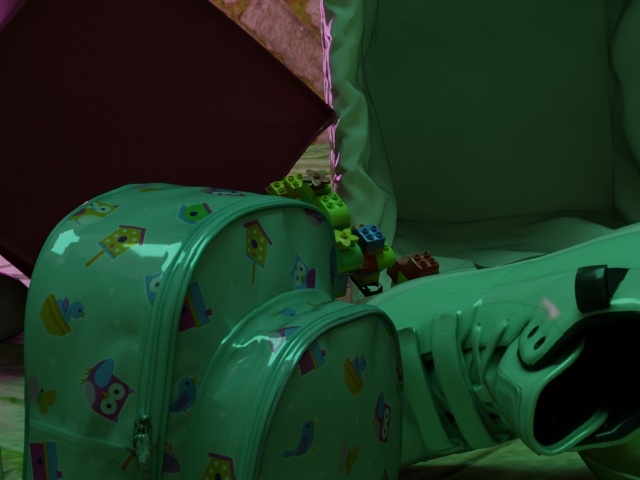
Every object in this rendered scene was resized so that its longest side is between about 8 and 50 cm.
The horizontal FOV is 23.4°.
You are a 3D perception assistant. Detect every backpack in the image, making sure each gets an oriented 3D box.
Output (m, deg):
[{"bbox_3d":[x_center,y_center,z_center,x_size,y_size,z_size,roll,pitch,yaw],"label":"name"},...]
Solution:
[{"bbox_3d":[-0.047,0.069,0.671,0.144,0.188,0.166,0,9,30],"label":"backpack"}]

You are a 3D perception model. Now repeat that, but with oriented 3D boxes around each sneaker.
[{"bbox_3d":[0.076,0.069,0.775,0.255,0.094,0.151,-25,7,20],"label":"sneaker"}]

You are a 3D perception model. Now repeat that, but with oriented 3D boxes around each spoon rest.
[{"bbox_3d":[-0.332,0.045,1.424,0.137,0.084,0.276,-8,22,-13],"label":"spoon rest"}]

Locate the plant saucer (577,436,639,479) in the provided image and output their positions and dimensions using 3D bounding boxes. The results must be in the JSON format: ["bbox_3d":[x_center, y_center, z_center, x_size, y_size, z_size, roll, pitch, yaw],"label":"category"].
[{"bbox_3d":[0.245,0.106,0.765,0.240,0.037,0.241,-4,8,1],"label":"plant saucer"}]

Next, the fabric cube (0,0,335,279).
[{"bbox_3d":[-0.191,-0.093,1.278,0.254,0.259,0.258,-53,23,-9],"label":"fabric cube"}]

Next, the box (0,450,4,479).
[{"bbox_3d":[-0.249,0.020,0.819,0.113,0.275,0.094,0,10,25],"label":"box"}]

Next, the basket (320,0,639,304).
[{"bbox_3d":[0.162,-0.124,1.366,0.328,0.331,0.266,-5,7,-4],"label":"basket"}]

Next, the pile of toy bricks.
[{"bbox_3d":[0.000,0.000,1.108,0.118,0.105,0.212,-15,42,-26],"label":"pile of toy bricks"}]
